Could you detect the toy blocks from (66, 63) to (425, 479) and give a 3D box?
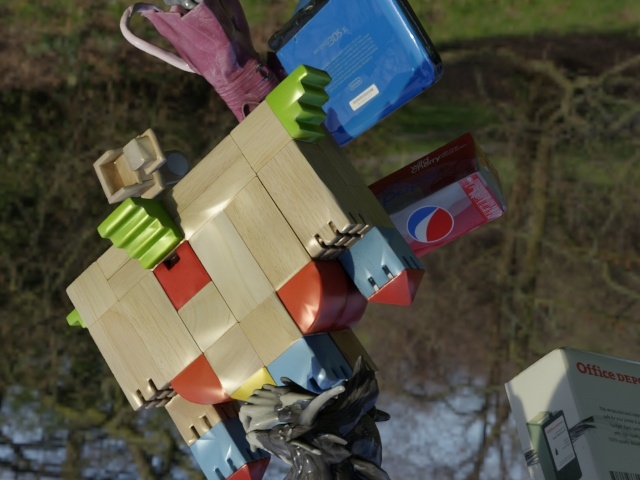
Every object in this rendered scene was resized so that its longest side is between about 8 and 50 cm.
[{"bbox_3d":[-0.058,0.064,1.074,0.381,0.261,0.191,-41,161,21],"label":"toy blocks"}]

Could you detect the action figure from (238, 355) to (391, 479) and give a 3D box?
[{"bbox_3d":[-0.005,0.193,0.876,0.141,0.164,0.275,2,145,18],"label":"action figure"}]

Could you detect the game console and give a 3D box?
[{"bbox_3d":[0.070,-0.292,1.430,0.173,0.250,0.293,-32,-178,-26],"label":"game console"}]

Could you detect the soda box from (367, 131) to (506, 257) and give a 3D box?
[{"bbox_3d":[0.104,-0.030,1.487,0.263,0.092,0.083,-27,124,19],"label":"soda box"}]

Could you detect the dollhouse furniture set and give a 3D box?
[{"bbox_3d":[-0.086,-0.055,1.432,0.174,0.303,0.355,-19,171,-42],"label":"dollhouse furniture set"}]

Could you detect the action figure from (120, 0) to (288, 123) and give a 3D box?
[{"bbox_3d":[-0.139,-0.260,1.860,0.276,0.370,0.248,-22,-156,30],"label":"action figure"}]

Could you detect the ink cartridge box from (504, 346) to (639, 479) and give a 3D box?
[{"bbox_3d":[0.398,0.311,1.586,0.211,0.289,0.121,15,140,-35],"label":"ink cartridge box"}]
